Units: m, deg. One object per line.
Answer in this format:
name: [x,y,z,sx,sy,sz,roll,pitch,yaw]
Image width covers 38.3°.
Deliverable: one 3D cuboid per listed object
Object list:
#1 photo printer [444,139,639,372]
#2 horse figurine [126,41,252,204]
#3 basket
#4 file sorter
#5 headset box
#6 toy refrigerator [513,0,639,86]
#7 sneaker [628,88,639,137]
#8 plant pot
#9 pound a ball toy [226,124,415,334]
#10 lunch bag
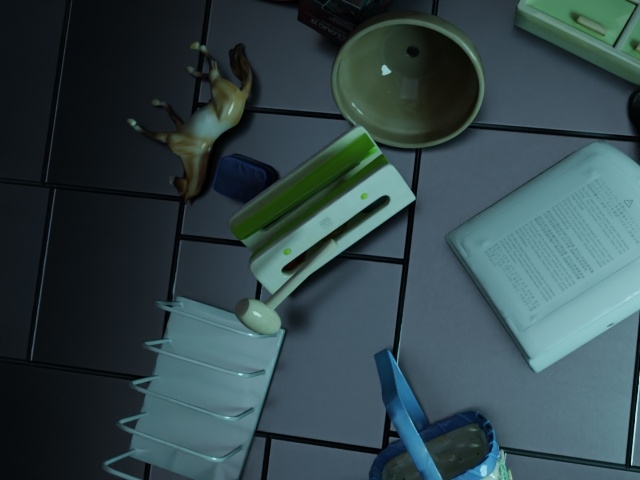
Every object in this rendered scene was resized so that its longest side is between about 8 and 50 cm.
photo printer: [0.380,0.013,1.385,0.307,0.107,0.256,-34,68,5]
horse figurine: [-0.199,-0.214,1.540,0.174,0.066,0.263,44,95,16]
basket: [0.158,0.312,1.346,0.201,0.255,0.289,-31,100,7]
file sorter: [-0.200,0.244,1.446,0.192,0.173,0.278,17,88,10]
headset box: [0.070,-0.449,1.396,0.110,0.293,0.218,31,69,8]
toy refrigerator: [0.444,-0.333,1.427,0.269,0.094,0.102,30,90,10]
sneaker: [0.514,-0.158,1.402,0.051,0.089,0.170,-12,83,8]
plant pot: [0.139,-0.268,1.441,0.237,0.237,0.110,3,44,10]
pound a ball toy: [0.000,0.000,1.435,0.319,0.136,0.208,-36,45,5]
lunch bag: [-0.127,-0.102,1.519,0.098,0.065,0.067,23,105,10]
